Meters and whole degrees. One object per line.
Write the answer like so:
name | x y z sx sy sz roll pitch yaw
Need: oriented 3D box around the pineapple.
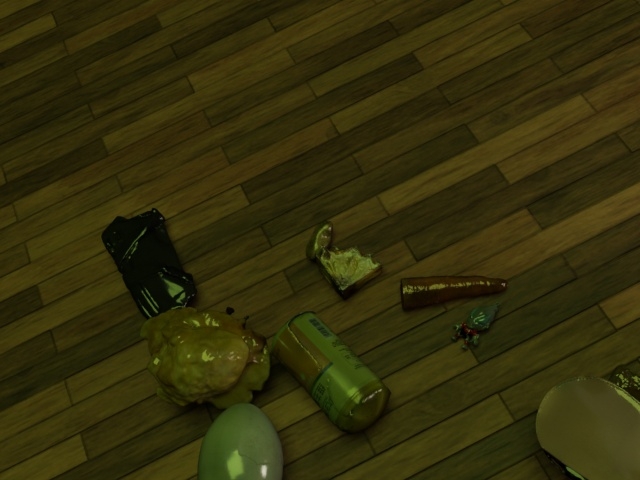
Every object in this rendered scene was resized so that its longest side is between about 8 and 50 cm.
pineapple | 0.055 0.063 1.653 0.137 0.069 0.116 2 60 11

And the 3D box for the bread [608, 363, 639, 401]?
bread | 0.551 0.270 1.430 0.113 0.060 0.082 23 68 25

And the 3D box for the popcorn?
popcorn | -0.219 0.215 1.558 0.253 0.190 0.191 -3 67 6

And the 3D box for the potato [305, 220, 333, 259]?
potato | 0.000 0.000 1.714 0.045 0.046 0.092 15 75 34

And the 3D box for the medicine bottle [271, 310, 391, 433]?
medicine bottle | 0.020 0.247 1.526 0.124 0.124 0.239 -39 61 -11

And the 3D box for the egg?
egg | -0.140 0.388 1.461 0.151 0.151 0.209 -4 59 10

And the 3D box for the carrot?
carrot | 0.260 0.093 1.603 0.209 0.061 0.061 -6 59 3

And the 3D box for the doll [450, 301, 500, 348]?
doll | 0.297 0.154 1.566 0.114 0.039 0.057 -45 19 -5

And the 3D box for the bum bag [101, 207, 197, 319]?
bum bag | -0.357 0.047 1.746 0.142 0.080 0.326 -34 60 -4

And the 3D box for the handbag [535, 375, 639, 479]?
handbag | 0.453 0.316 1.365 0.205 0.116 0.179 33 96 26
